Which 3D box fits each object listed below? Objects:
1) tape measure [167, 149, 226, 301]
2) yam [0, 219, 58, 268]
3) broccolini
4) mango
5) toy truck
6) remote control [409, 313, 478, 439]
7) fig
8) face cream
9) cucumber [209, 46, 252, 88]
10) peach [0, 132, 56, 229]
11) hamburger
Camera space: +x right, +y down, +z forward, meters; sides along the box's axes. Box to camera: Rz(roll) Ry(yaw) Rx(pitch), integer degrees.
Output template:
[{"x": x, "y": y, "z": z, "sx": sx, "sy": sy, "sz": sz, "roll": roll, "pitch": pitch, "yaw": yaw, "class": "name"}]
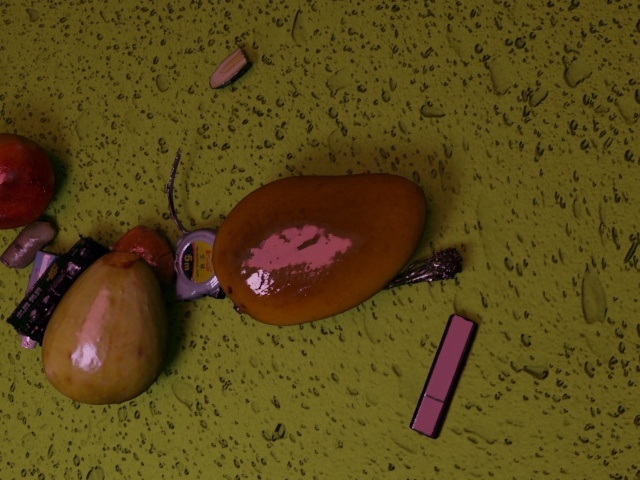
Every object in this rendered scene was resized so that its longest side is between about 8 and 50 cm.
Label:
[{"x": -0.255, "y": -0.033, "z": 1.576, "sx": 0.164, "sy": 0.084, "sz": 0.330, "roll": -4, "pitch": 84, "yaw": 17, "class": "tape measure"}, {"x": -0.704, "y": 0.008, "z": 1.740, "sx": 0.146, "sy": 0.070, "sz": 0.069, "roll": -44, "pitch": 72, "yaw": 11, "class": "yam"}, {"x": 0.181, "y": 0.062, "z": 1.426, "sx": 0.201, "sy": 0.074, "sz": 0.058, "roll": -13, "pitch": 97, "yaw": 20, "class": "broccolini"}, {"x": 0.000, "y": 0.000, "z": 1.424, "sx": 0.445, "sy": 0.220, "sz": 0.301, "roll": -24, "pitch": 71, "yaw": 5, "class": "mango"}, {"x": -0.584, "y": 0.111, "z": 1.636, "sx": 0.121, "sy": 0.088, "sz": 0.259, "roll": 16, "pitch": 66, "yaw": 52, "class": "toy truck"}, {"x": 0.239, "y": 0.264, "z": 1.401, "sx": 0.063, "sy": 0.025, "sz": 0.245, "roll": 19, "pitch": 91, "yaw": 16, "class": "remote control"}, {"x": -0.437, "y": 0.181, "z": 1.518, "sx": 0.258, "sy": 0.258, "sz": 0.326, "roll": 26, "pitch": 105, "yaw": 20, "class": "fig"}, {"x": -0.663, "y": 0.141, "z": 1.707, "sx": 0.075, "sy": 0.075, "sz": 0.229, "roll": 14, "pitch": 89, "yaw": 20, "class": "face cream"}, {"x": -0.203, "y": -0.378, "z": 1.627, "sx": 0.107, "sy": 0.035, "sz": 0.067, "roll": -37, "pitch": 55, "yaw": 13, "class": "cucumber"}, {"x": -0.737, "y": -0.140, "z": 1.693, "sx": 0.231, "sy": 0.231, "sz": 0.231, "roll": -2, "pitch": 83, "yaw": 19, "class": "peach"}, {"x": -0.390, "y": 0.019, "z": 1.618, "sx": 0.176, "sy": 0.087, "sz": 0.102, "roll": 30, "pitch": 95, "yaw": 22, "class": "hamburger"}]
